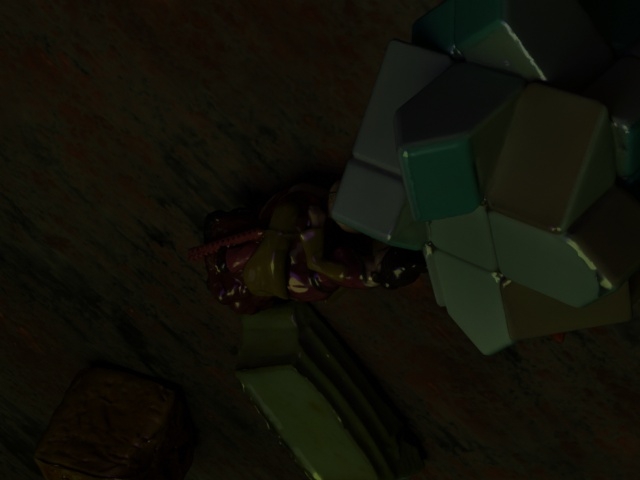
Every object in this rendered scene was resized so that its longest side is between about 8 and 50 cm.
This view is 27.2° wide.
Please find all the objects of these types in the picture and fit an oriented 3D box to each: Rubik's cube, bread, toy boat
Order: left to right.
[{"bbox_3d":[-0.249,0.254,1.620,0.158,0.143,0.149,19,149,16],"label":"bread"},{"bbox_3d":[0.007,0.182,1.400,0.111,0.084,0.276,-9,127,40],"label":"toy boat"},{"bbox_3d":[0.141,-0.054,0.872,0.224,0.213,0.265,31,147,35],"label":"Rubik's cube"}]

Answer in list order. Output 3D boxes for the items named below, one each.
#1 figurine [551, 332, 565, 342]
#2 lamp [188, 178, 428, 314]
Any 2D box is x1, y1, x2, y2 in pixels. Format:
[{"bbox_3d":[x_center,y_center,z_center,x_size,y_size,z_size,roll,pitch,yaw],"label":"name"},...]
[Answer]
[{"bbox_3d":[0.195,0.024,1.083,0.068,0.075,0.140,10,137,26],"label":"figurine"},{"bbox_3d":[0.000,0.000,1.166,0.253,0.118,0.118,-15,124,47],"label":"lamp"}]
